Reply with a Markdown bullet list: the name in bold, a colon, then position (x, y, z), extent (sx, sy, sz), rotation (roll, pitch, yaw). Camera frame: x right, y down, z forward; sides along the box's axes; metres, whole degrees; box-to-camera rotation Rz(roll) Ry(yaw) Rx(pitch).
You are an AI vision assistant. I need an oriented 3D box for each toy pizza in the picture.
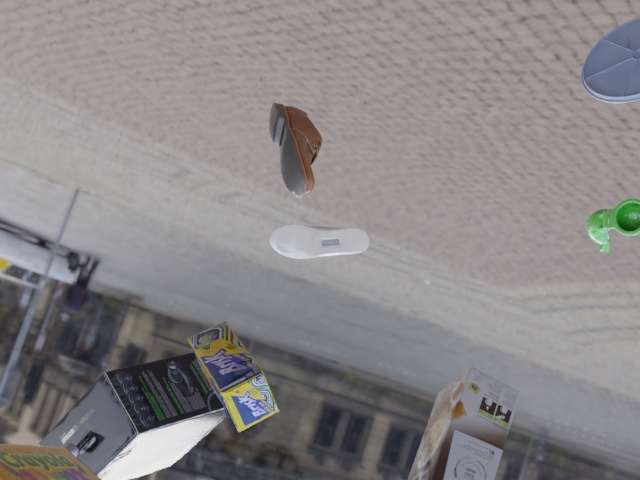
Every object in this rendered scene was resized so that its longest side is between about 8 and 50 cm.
- **toy pizza**: position (0.520, -0.290, 1.554), extent (0.201, 0.201, 0.032), rotation (9, 148, 46)

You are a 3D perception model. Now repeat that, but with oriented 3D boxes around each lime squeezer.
- **lime squeezer**: position (0.478, -0.020, 1.475), extent (0.110, 0.059, 0.310), rotation (24, 161, -11)

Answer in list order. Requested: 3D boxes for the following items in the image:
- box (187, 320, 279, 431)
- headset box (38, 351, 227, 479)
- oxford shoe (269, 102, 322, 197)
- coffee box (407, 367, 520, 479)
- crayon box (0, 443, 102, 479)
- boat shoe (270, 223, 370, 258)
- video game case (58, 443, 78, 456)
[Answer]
- **box**: position (-0.105, 0.157, 1.142), extent (0.169, 0.054, 0.059), rotation (36, 150, 64)
- **headset box**: position (-0.340, 0.338, 1.781), extent (0.283, 0.246, 0.131), rotation (-5, -124, -55)
- **oxford shoe**: position (-0.028, -0.148, 1.535), extent (0.076, 0.212, 0.076), rotation (4, 133, -17)
- **coffee box**: position (0.223, 0.351, 1.575), extent (0.098, 0.246, 0.141), rotation (28, 147, -3)
- **crayon box**: position (-0.258, 0.301, 0.975), extent (0.318, 0.081, 0.202), rotation (35, 178, 18)
- **boat shoe**: position (0.000, 0.000, 1.798), extent (0.184, 0.066, 0.063), rotation (-6, 174, 2)
- **video game case**: position (-0.475, 0.429, 1.502), extent (0.023, 0.212, 0.193), rotation (28, -171, 18)
